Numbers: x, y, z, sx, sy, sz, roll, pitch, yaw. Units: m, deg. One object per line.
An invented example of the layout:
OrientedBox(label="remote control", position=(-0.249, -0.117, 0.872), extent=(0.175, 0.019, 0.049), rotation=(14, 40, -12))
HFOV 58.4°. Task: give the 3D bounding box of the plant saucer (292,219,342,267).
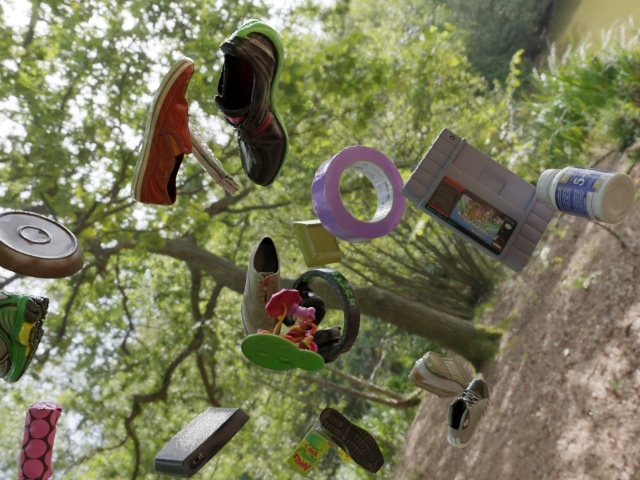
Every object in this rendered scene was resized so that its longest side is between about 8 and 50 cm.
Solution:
OrientedBox(label="plant saucer", position=(0.000, 0.000, 2.225), extent=(0.188, 0.188, 0.045), rotation=(-8, -16, -42))

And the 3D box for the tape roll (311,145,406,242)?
OrientedBox(label="tape roll", position=(0.114, -0.134, 1.680), extent=(0.090, 0.275, 0.275), rotation=(-18, 41, 62))

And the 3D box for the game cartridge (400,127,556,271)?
OrientedBox(label="game cartridge", position=(0.402, -0.105, 1.443), extent=(0.230, 0.355, 0.068), rotation=(-54, -4, -25))

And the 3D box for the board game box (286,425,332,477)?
OrientedBox(label="board game box", position=(-0.034, 0.760, 2.078), extent=(0.181, 0.092, 0.043), rotation=(-54, -8, 12))

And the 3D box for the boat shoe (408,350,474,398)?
OrientedBox(label="boat shoe", position=(0.391, 0.439, 1.806), extent=(0.103, 0.302, 0.113), rotation=(-43, 37, 19))

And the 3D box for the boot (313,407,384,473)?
OrientedBox(label="boot", position=(0.068, 0.515, 1.470), extent=(0.077, 0.198, 0.137), rotation=(-39, -13, -26))

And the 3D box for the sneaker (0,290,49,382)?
OrientedBox(label="sneaker", position=(-0.789, 0.235, 1.452), extent=(0.134, 0.146, 0.343), rotation=(-86, 21, -50))

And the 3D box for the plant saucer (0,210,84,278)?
OrientedBox(label="plant saucer", position=(-0.837, -0.001, 1.664), extent=(0.050, 0.310, 0.310), rotation=(-59, -5, 20))

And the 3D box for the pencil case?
OrientedBox(label="pencil case", position=(-0.766, 0.553, 1.569), extent=(0.095, 0.098, 0.209), rotation=(133, 143, -85))

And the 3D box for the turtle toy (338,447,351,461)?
OrientedBox(label="turtle toy", position=(0.084, 0.582, 1.685), extent=(0.095, 0.066, 0.130), rotation=(-97, -12, -50))

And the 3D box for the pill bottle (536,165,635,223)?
OrientedBox(label="pill bottle", position=(0.587, -0.108, 1.284), extent=(0.186, 0.112, 0.112), rotation=(25, 91, 58))

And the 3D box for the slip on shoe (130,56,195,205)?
OrientedBox(label="slip on shoe", position=(-0.315, -0.222, 1.215), extent=(0.123, 0.101, 0.331), rotation=(-84, 14, -70))

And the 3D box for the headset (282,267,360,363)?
OrientedBox(label="headset", position=(-0.007, 0.247, 1.644), extent=(0.185, 0.243, 0.394), rotation=(-4, -38, -42))

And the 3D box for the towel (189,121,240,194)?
OrientedBox(label="towel", position=(-0.400, -0.307, 1.949), extent=(0.053, 0.317, 0.332), rotation=(-39, -2, -1))

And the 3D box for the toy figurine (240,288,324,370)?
OrientedBox(label="toy figurine", position=(-0.062, 0.175, 1.196), extent=(0.130, 0.173, 0.159), rotation=(95, -172, -48))

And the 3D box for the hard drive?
OrientedBox(label="hard drive", position=(-0.336, 0.558, 1.611), extent=(0.254, 0.172, 0.054), rotation=(-36, -71, -49))

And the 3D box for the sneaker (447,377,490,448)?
OrientedBox(label="sneaker", position=(0.424, 0.469, 1.638), extent=(0.229, 0.086, 0.132), rotation=(-57, -39, -34))

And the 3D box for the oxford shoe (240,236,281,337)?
OrientedBox(label="oxford shoe", position=(-0.173, 0.153, 1.686), extent=(0.130, 0.123, 0.348), rotation=(108, 158, -62))

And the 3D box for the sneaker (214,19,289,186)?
OrientedBox(label="sneaker", position=(-0.209, -0.359, 1.601), extent=(0.202, 0.185, 0.483), rotation=(-41, -39, -39))
